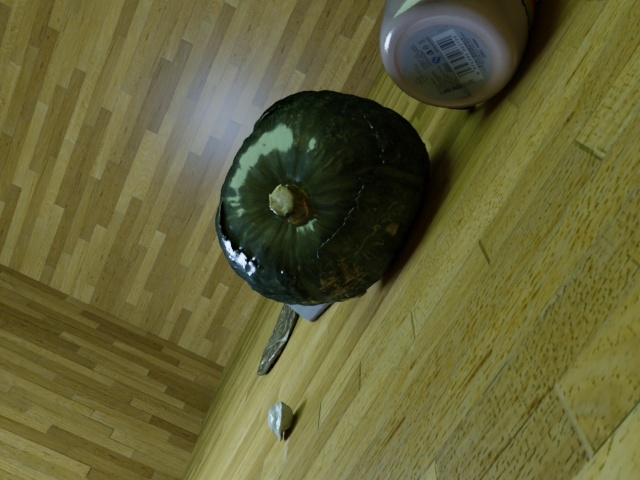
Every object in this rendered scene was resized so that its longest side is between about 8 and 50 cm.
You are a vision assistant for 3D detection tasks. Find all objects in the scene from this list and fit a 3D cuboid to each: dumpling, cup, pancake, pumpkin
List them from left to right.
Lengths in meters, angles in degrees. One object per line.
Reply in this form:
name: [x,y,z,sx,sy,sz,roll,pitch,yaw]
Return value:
pancake: [-0.114,0.256,1.652,0.250,0.031,0.250,-63,7,13]
dumpling: [-0.068,0.309,1.021,0.077,0.043,0.059,-54,33,42]
pumpkin: [0.001,-0.057,0.893,0.257,0.291,0.328,4,-78,-68]
cup: [0.182,-0.273,0.789,0.253,0.191,0.200,73,-149,-53]

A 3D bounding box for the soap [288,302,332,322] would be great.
soap: [0.000,0.000,1.223,0.258,0.159,0.302,-65,7,-29]
